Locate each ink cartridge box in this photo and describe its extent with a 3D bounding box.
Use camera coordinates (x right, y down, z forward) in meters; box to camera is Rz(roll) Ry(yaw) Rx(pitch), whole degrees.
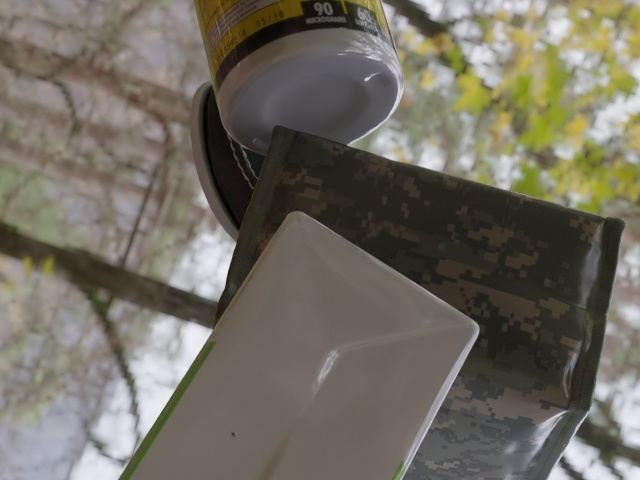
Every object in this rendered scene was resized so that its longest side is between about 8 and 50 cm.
[{"bbox_3d":[-0.055,0.166,0.951,0.207,0.119,0.353,-58,178,-34],"label":"ink cartridge box"}]

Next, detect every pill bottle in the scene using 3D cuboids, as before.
[{"bbox_3d":[-0.026,-0.168,1.114,0.119,0.119,0.209,124,-41,-49],"label":"pill bottle"}]

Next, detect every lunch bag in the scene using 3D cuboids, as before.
[{"bbox_3d":[0.050,0.081,1.146,0.287,0.235,0.169,103,3,-58],"label":"lunch bag"}]

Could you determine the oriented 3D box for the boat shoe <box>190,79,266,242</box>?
[{"bbox_3d":[0.000,0.000,1.316,0.114,0.303,0.091,-25,178,-45],"label":"boat shoe"}]
